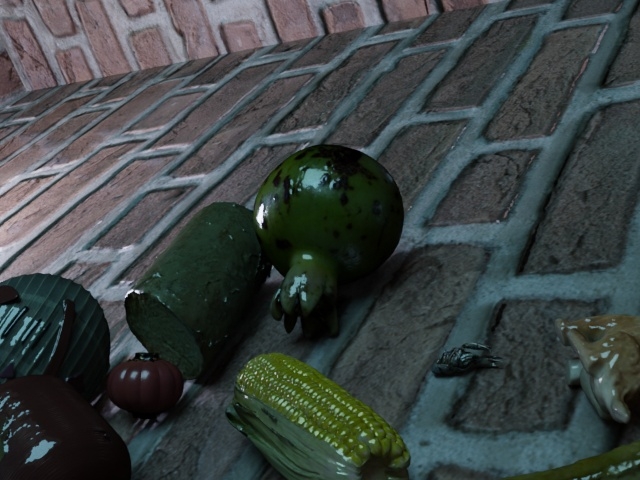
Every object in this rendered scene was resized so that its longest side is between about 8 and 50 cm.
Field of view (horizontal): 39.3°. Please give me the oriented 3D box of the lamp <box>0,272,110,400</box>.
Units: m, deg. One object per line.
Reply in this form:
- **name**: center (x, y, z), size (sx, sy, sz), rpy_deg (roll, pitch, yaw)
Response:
- **lamp**: center (-0.429, 0.170, 1.295), size (0.233, 0.233, 0.265), rpy_deg (9, 66, 45)

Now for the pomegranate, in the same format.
- **pomegranate**: center (-0.007, 0.002, 1.385), size (0.242, 0.242, 0.305), rpy_deg (10, 69, 46)

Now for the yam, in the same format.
- **yam**: center (-0.189, 0.075, 1.397), size (0.168, 0.168, 0.304), rpy_deg (-7, 28, 25)

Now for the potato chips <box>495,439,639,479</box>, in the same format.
- **potato chips**: center (0.258, 0.237, 0.881), size (0.407, 0.057, 0.080), rpy_deg (-19, 13, 3)

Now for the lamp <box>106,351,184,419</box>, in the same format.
- **lamp**: center (-0.246, 0.204, 1.263), size (0.108, 0.092, 0.107), rpy_deg (0, -3, 0)

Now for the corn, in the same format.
- **corn**: center (-0.012, 0.221, 1.045), size (0.123, 0.122, 0.305), rpy_deg (-45, 26, -11)

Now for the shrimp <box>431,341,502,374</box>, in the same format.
- **shrimp**: center (0.182, 0.147, 1.130), size (0.092, 0.038, 0.029), rpy_deg (-12, 28, 17)

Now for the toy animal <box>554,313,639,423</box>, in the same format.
- **toy animal**: center (0.372, 0.125, 0.968), size (0.185, 0.104, 0.184), rpy_deg (-14, 21, -1)

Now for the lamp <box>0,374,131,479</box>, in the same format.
- **lamp**: center (-0.335, 0.275, 1.090), size (0.180, 0.180, 0.258), rpy_deg (-33, 46, -24)
